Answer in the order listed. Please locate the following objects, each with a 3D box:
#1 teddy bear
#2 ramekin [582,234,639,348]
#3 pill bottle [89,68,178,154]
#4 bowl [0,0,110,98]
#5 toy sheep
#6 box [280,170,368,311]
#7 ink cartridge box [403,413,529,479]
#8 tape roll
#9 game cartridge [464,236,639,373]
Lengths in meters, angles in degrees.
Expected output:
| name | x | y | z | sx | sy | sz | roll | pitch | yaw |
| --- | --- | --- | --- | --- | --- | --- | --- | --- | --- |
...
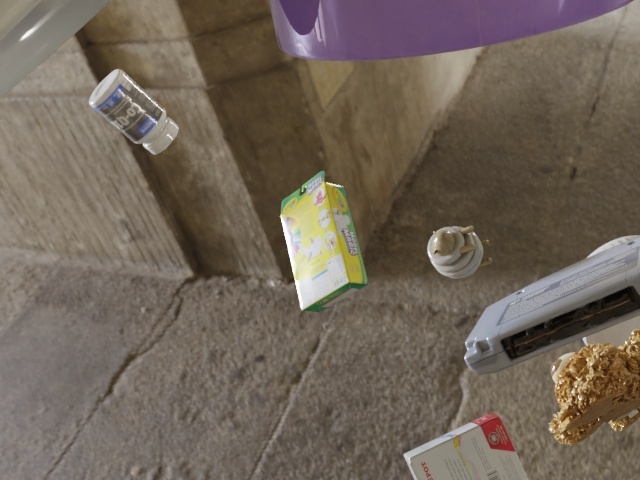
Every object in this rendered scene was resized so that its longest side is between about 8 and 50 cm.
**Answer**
| name | x | y | z | sx | sy | sz | roll | pitch | yaw |
| --- | --- | --- | --- | --- | --- | --- | --- | --- | --- |
| teddy bear | 0.500 | 0.251 | 1.385 | 0.337 | 0.245 | 0.113 | -3 | 45 | -35 |
| ramekin | 0.635 | 0.110 | 1.624 | 0.272 | 0.273 | 0.127 | -21 | 40 | -1 |
| pill bottle | -0.306 | -0.210 | 1.318 | 0.078 | 0.137 | 0.078 | -33 | 33 | 25 |
| bowl | -0.182 | -0.188 | 0.459 | 0.298 | 0.134 | 0.298 | -37 | 19 | 15 |
| toy sheep | 0.218 | 0.020 | 1.259 | 0.091 | 0.132 | 0.091 | -21 | 52 | 29 |
| box | 0.000 | 0.000 | 1.127 | 0.105 | 0.043 | 0.179 | -33 | 61 | 38 |
| ink cartridge box | 0.248 | 0.392 | 1.370 | 0.175 | 0.128 | 0.072 | -23 | -6 | -6 |
| tape roll | 0.062 | -0.154 | 0.398 | 0.188 | 0.080 | 0.189 | -9 | 25 | 4 |
| game cartridge | 0.347 | 0.078 | 1.078 | 0.297 | 0.062 | 0.198 | -29 | -1 | 29 |
